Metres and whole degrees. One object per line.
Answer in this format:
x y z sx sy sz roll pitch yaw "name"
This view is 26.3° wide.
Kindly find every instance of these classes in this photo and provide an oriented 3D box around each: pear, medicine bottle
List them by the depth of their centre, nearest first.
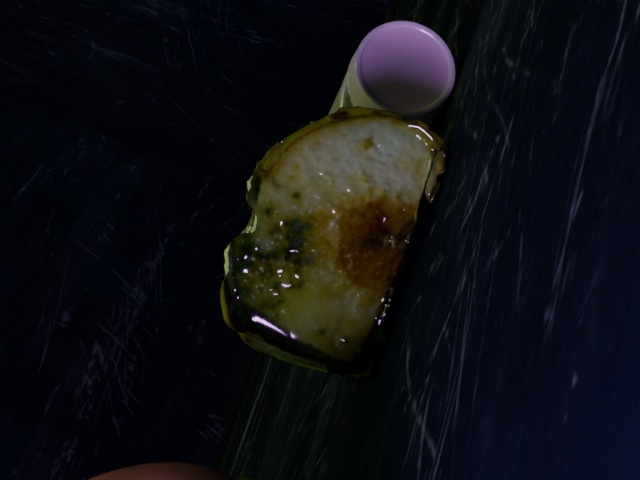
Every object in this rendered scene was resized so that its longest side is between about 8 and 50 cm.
0.000 0.000 1.307 0.255 0.164 0.238 131 157 -83 "pear"
0.064 -0.134 1.518 0.296 0.111 0.161 115 174 -70 "medicine bottle"

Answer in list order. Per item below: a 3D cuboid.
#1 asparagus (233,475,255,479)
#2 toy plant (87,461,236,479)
-0.072 0.293 1.352 0.343 0.085 0.082 74 -150 -89 "asparagus"
-0.112 0.283 0.744 0.317 0.211 0.356 -28 23 6 "toy plant"
